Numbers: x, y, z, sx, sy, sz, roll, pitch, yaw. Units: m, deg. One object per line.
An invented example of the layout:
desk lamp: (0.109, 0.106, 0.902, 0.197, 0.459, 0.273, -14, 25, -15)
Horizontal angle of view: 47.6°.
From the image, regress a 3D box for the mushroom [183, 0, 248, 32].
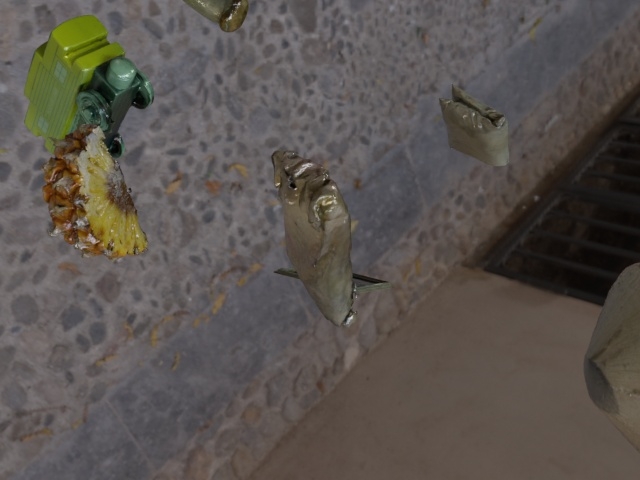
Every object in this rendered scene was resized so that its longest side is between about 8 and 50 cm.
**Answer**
mushroom: (-0.302, -0.608, 1.696, 0.312, 0.081, 0.100, 39, 67, -2)

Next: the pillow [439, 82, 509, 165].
pillow: (0.295, -0.214, 1.370, 0.078, 0.134, 0.181, -51, 154, -5)

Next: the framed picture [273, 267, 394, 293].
framed picture: (0.036, 0.084, 1.632, 0.252, 0.197, 0.014, 0, 102, -66)

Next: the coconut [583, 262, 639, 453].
coconut: (0.486, 0.155, 0.893, 0.297, 0.309, 0.298, -9, 90, -86)

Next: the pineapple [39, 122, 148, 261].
pineapple: (-0.345, -0.046, 1.072, 0.135, 0.079, 0.233, -62, 143, -52)

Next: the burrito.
burrito: (-0.005, -0.007, 1.294, 0.107, 0.175, 0.348, -24, 138, -10)

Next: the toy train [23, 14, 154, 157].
toy train: (-0.579, -0.338, 1.760, 0.272, 0.442, 0.179, 48, 50, 0)
